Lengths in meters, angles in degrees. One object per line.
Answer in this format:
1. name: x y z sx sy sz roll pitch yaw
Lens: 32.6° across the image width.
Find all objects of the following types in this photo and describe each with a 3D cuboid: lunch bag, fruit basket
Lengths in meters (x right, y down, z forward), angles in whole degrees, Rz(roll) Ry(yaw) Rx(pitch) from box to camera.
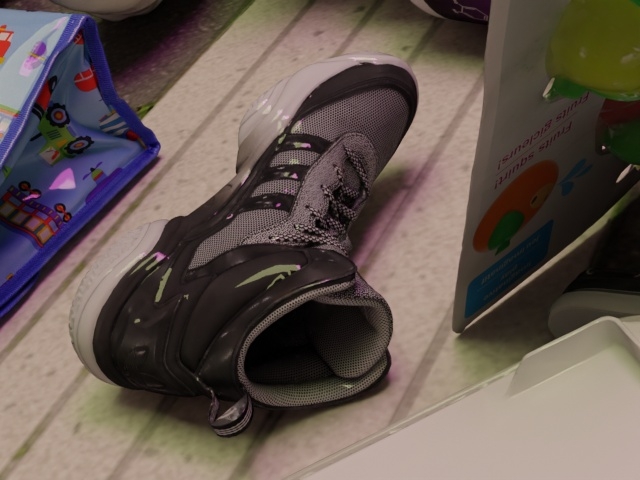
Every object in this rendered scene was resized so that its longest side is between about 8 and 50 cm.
1. lunch bag: -0.289 -0.020 0.747 0.221 0.138 0.293 10 54 29
2. fruit basket: 0.192 -0.128 0.491 0.327 0.353 0.165 -37 57 -20

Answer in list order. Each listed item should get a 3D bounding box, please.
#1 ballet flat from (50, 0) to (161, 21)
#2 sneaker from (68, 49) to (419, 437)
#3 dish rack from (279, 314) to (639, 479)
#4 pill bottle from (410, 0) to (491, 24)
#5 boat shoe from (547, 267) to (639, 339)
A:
1. ballet flat: -0.170 -0.289 1.031 0.139 0.139 0.400 -4 39 19
2. sneaker: 0.000 0.000 0.610 0.153 0.101 0.268 24 59 41
3. dish rack: 0.035 0.148 0.356 0.333 0.072 0.285 -26 26 2
4. pill bottle: 0.168 -0.236 0.768 0.323 0.181 0.181 18 50 39
5. boat shoe: 0.180 0.037 0.526 0.142 0.049 0.040 7 43 33
